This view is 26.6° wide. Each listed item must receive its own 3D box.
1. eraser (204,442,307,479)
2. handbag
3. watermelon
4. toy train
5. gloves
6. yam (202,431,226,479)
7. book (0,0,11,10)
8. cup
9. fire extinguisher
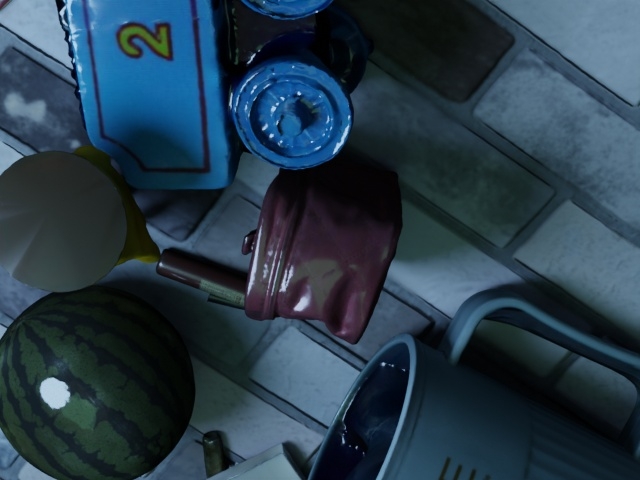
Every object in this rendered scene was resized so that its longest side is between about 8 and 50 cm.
[{"bbox_3d":[-0.052,0.309,1.555,0.104,0.023,0.150,-27,117,7],"label":"eraser"},{"bbox_3d":[0.000,0.000,1.269,0.135,0.225,0.146,14,108,-1],"label":"handbag"},{"bbox_3d":[-0.231,0.149,1.397,0.212,0.212,0.212,3,120,5],"label":"watermelon"},{"bbox_3d":[-0.094,-0.208,1.180,0.265,0.188,0.300,0,121,7],"label":"toy train"},{"bbox_3d":[-0.212,-0.024,1.253,0.116,0.294,0.133,-24,93,3],"label":"gloves"},{"bbox_3d":[-0.109,0.320,1.584,0.029,0.027,0.234,-18,122,-18],"label":"yam"},{"bbox_3d":[-0.332,-0.333,1.234,0.162,0.022,0.232,-36,111,24],"label":"book"},{"bbox_3d":[0.178,0.249,1.408,0.311,0.331,0.257,27,153,-10],"label":"cup"},{"bbox_3d":[-0.089,0.056,1.423,0.173,0.035,0.049,20,117,-1],"label":"fire extinguisher"}]
